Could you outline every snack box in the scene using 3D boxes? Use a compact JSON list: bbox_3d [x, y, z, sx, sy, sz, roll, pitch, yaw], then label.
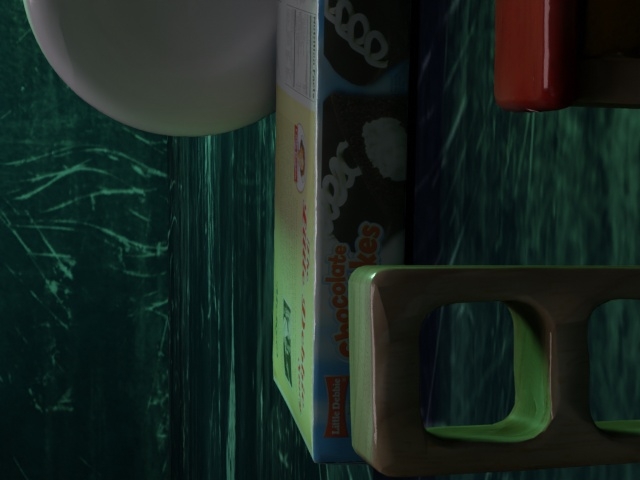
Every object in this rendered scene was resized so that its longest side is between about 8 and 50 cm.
[{"bbox_3d":[0.010,-0.040,1.077,0.187,0.060,0.322,-128,38,-76],"label":"snack box"}]

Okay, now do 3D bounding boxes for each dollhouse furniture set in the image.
[{"bbox_3d":[0.065,0.052,0.444,0.201,0.152,0.374,-160,69,-80],"label":"dollhouse furniture set"}]

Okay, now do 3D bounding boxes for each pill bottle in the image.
[{"bbox_3d":[-0.118,-0.223,1.331,0.408,0.229,0.229,-126,36,-74],"label":"pill bottle"}]
